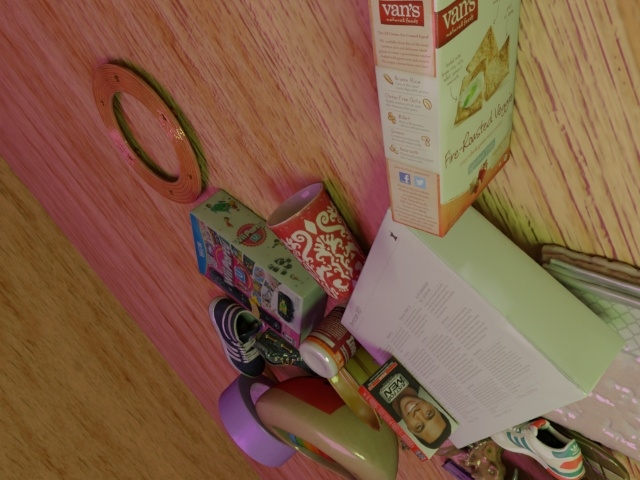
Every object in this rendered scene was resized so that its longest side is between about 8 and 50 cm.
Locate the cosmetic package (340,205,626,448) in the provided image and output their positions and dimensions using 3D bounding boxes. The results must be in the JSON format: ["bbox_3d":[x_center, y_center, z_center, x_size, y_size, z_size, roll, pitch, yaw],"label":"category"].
[{"bbox_3d":[0.179,0.126,0.726,0.284,0.097,0.377,44,154,16],"label":"cosmetic package"}]

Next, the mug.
[{"bbox_3d":[0.008,-0.003,0.866,0.113,0.150,0.169,-29,110,21],"label":"mug"}]

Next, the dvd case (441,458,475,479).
[{"bbox_3d":[0.333,0.507,1.054,0.164,0.018,0.221,34,162,20],"label":"dvd case"}]

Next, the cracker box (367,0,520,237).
[{"bbox_3d":[0.125,-0.141,0.486,0.067,0.155,0.232,21,141,35],"label":"cracker box"}]

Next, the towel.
[{"bbox_3d":[0.409,0.177,0.606,0.331,0.053,0.317,20,140,38],"label":"towel"}]

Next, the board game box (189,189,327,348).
[{"bbox_3d":[-0.129,0.064,1.091,0.303,0.097,0.224,36,147,20],"label":"board game box"}]

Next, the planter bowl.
[{"bbox_3d":[0.082,0.273,1.057,0.217,0.090,0.217,46,160,22],"label":"planter bowl"}]

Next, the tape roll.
[{"bbox_3d":[-0.166,0.517,1.509,0.275,0.090,0.275,43,-172,-8],"label":"tape roll"}]

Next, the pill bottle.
[{"bbox_3d":[0.038,0.173,0.954,0.086,0.152,0.086,31,146,24],"label":"pill bottle"}]

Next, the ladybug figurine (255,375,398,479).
[{"bbox_3d":[0.015,0.450,1.268,0.449,0.162,0.305,3,139,48],"label":"ladybug figurine"}]

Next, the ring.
[{"bbox_3d":[-0.371,-0.225,1.117,0.336,0.032,0.337,32,145,25],"label":"ring"}]

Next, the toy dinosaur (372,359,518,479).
[{"bbox_3d":[0.227,0.307,0.918,0.296,0.127,0.200,58,143,2],"label":"toy dinosaur"}]

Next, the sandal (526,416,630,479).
[{"bbox_3d":[0.386,0.301,0.786,0.180,0.049,0.072,32,143,50],"label":"sandal"}]

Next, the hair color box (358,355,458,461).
[{"bbox_3d":[0.132,0.256,0.787,0.141,0.072,0.043,45,156,17],"label":"hair color box"}]

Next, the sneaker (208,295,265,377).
[{"bbox_3d":[-0.202,0.287,1.429,0.153,0.099,0.283,8,129,49],"label":"sneaker"}]

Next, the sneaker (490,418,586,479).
[{"bbox_3d":[0.321,0.292,0.782,0.161,0.057,0.076,19,130,55],"label":"sneaker"}]

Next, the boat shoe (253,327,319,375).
[{"bbox_3d":[-0.083,0.299,1.312,0.183,0.083,0.065,39,148,13],"label":"boat shoe"}]
